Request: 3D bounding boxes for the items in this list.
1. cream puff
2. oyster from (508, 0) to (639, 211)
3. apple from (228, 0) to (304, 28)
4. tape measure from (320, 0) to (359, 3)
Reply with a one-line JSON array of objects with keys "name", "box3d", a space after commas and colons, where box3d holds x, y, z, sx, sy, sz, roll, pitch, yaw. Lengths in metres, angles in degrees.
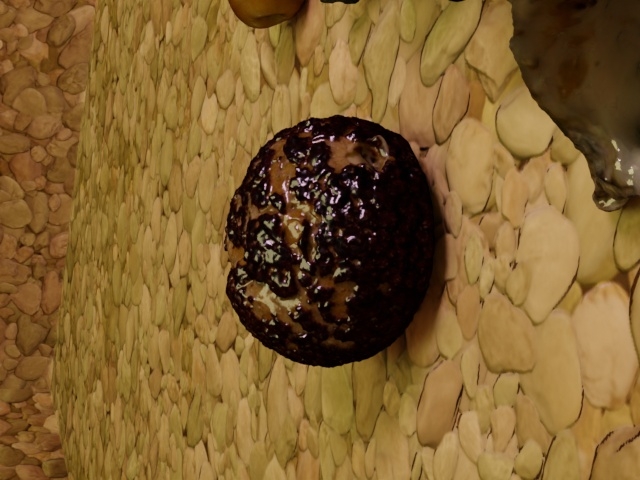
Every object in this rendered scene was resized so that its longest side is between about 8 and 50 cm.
[{"name": "cream puff", "box3d": [0.000, 0.000, 1.030, 0.239, 0.165, 0.239, -175, 90, -70]}, {"name": "oyster", "box3d": [0.200, -0.122, 0.557, 0.111, 0.204, 0.396, -56, 13, -24]}, {"name": "apple", "box3d": [-0.068, -0.307, 1.326, 0.114, 0.099, 0.102, -37, 56, 58]}, {"name": "tape measure", "box3d": [0.029, -0.349, 1.096, 0.154, 0.087, 0.177, 121, 145, -75]}]
